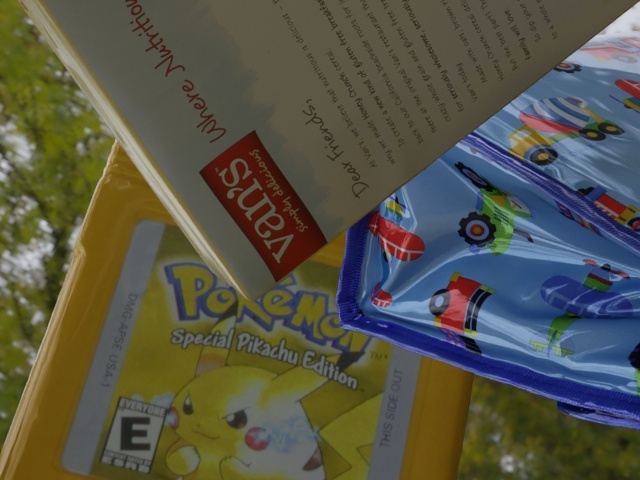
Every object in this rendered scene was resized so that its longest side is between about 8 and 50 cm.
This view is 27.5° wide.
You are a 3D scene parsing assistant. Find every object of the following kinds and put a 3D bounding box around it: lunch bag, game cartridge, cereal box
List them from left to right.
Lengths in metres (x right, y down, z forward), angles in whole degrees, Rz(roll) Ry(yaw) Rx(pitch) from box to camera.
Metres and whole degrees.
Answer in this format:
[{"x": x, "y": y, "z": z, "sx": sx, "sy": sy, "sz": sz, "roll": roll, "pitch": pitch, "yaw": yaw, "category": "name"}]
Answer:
[{"x": -0.038, "y": 0.073, "z": 0.873, "sx": 0.052, "sy": 0.285, "sz": 0.323, "roll": 107, "pitch": 177, "yaw": -62, "category": "game cartridge"}, {"x": 0.017, "y": -0.117, "z": 0.462, "sx": 0.240, "sy": 0.047, "sz": 0.173, "roll": -37, "pitch": -64, "yaw": -10, "category": "cereal box"}, {"x": 0.182, "y": 0.000, "z": 0.580, "sx": 0.221, "sy": 0.293, "sz": 0.138, "roll": -12, "pitch": -67, "yaw": -34, "category": "lunch bag"}]
